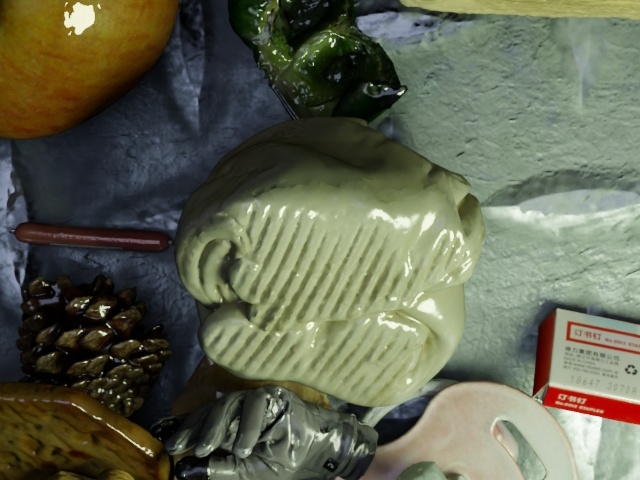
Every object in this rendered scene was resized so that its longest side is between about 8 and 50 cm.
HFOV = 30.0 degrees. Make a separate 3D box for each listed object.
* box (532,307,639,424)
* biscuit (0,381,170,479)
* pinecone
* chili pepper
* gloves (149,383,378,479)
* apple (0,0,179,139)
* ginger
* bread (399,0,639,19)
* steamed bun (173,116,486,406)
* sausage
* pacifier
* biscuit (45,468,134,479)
[{"bbox_3d":[0.383,0.163,1.477,0.229,0.050,0.123,10,49,5],"label":"box"},{"bbox_3d":[-0.353,0.293,1.490,0.359,0.046,0.359,4,131,5],"label":"biscuit"},{"bbox_3d":[-0.290,0.127,1.503,0.184,0.179,0.204,2,52,-25],"label":"pinecone"},{"bbox_3d":[-0.013,-0.252,1.506,0.148,0.116,0.264,-38,88,17],"label":"chili pepper"},{"bbox_3d":[-0.068,0.238,1.403,0.285,0.119,0.142,11,116,-34],"label":"gloves"},{"bbox_3d":[-0.359,-0.327,1.413,0.400,0.333,0.400,0,91,5],"label":"apple"},{"bbox_3d":[-0.089,0.258,1.517,0.221,0.130,0.276,-15,97,-4],"label":"ginger"},{"bbox_3d":[0.271,-0.456,1.383,0.390,0.279,0.371,4,95,3],"label":"bread"},{"bbox_3d":[0.000,0.000,1.424,0.367,0.255,0.342,13,126,-21],"label":"steamed bun"},{"bbox_3d":[-0.302,-0.004,1.572,0.223,0.029,0.029,4,93,5],"label":"sausage"},{"bbox_3d":[0.153,0.316,1.456,0.332,0.273,0.220,-36,109,5],"label":"pacifier"},{"bbox_3d":[-0.217,0.346,1.458,0.249,0.035,0.184,9,132,10],"label":"biscuit"}]
